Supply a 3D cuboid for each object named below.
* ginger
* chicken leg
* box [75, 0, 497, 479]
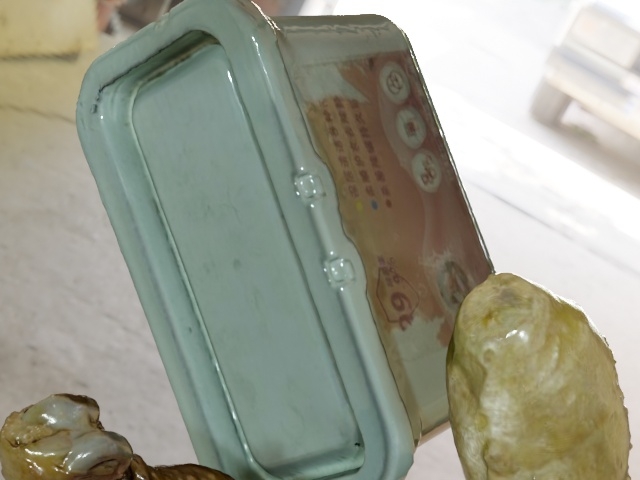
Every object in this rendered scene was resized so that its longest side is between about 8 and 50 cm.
[{"bbox_3d":[0.118,0.237,0.696,0.348,0.122,0.363,49,33,-61],"label":"ginger"},{"bbox_3d":[-0.089,0.141,0.743,0.087,0.107,0.251,52,-4,34],"label":"chicken leg"},{"bbox_3d":[0.000,0.000,0.930,0.182,0.175,0.311,-17,85,-47],"label":"box"}]
